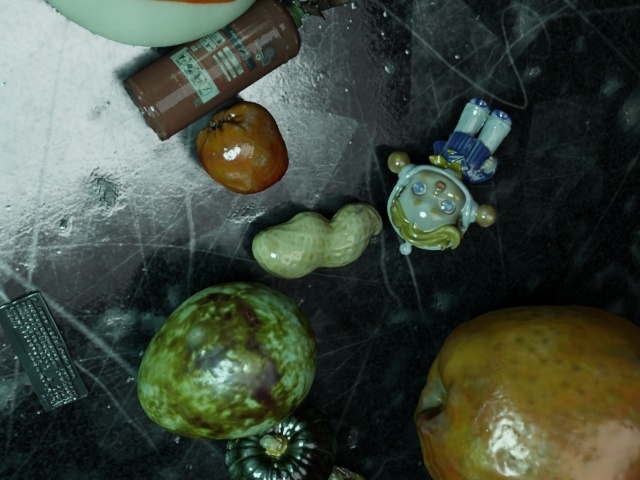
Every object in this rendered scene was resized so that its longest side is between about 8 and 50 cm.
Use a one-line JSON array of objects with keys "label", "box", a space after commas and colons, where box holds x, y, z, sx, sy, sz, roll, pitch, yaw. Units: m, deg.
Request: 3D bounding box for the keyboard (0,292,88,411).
[{"label": "keyboard", "box": [-0.427, 0.175, 1.320, 0.074, 0.015, 0.196, -24, 115, -14]}]

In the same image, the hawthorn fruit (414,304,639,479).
[{"label": "hawthorn fruit", "box": [0.389, 0.329, 1.520, 0.472, 0.472, 0.471, -8, 110, -21]}]

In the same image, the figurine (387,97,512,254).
[{"label": "figurine", "box": [0.208, -0.111, 1.448, 0.194, 0.133, 0.274, 11, 79, 5]}]

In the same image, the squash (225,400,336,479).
[{"label": "squash", "box": [-0.066, 0.361, 1.451, 0.193, 0.193, 0.156, -3, 149, -23]}]

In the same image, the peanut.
[{"label": "peanut", "box": [0.000, 0.000, 1.407, 0.228, 0.086, 0.104, -13, 94, -20]}]

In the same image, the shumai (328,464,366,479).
[{"label": "shumai", "box": [0.001, 0.552, 1.500, 0.314, 0.262, 0.267, 23, 96, -27]}]

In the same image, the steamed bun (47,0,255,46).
[{"label": "steamed bun", "box": [-0.212, -0.424, 1.060, 0.374, 0.241, 0.374, -6, 112, -14]}]

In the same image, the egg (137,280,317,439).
[{"label": "egg", "box": [-0.146, 0.190, 1.323, 0.289, 0.238, 0.238, -24, 116, -2]}]

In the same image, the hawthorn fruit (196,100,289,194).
[{"label": "hawthorn fruit", "box": [-0.116, -0.131, 1.289, 0.133, 0.133, 0.138, -47, 122, -3]}]

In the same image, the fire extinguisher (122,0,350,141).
[{"label": "fire extinguisher", "box": [-0.111, -0.269, 1.229, 0.337, 0.147, 0.106, -35, 120, -8]}]
